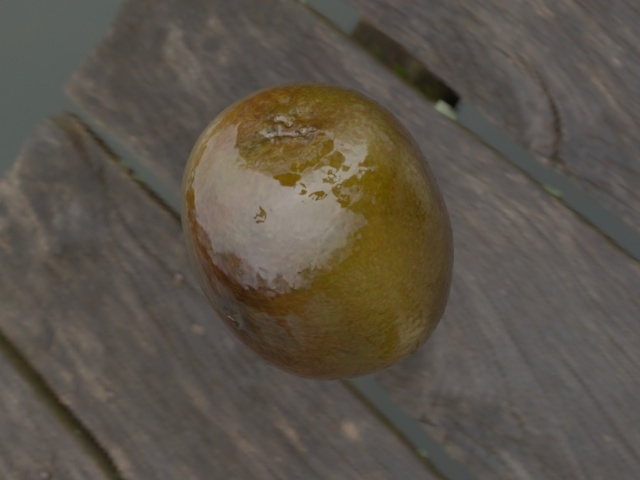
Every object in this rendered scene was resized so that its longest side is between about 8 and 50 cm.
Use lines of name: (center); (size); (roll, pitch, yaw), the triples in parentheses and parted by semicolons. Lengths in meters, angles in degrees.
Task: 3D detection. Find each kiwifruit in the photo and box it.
kiwifruit: (0.000, 0.000, 1.314); (0.196, 0.234, 0.196); (-7, 53, 10)
